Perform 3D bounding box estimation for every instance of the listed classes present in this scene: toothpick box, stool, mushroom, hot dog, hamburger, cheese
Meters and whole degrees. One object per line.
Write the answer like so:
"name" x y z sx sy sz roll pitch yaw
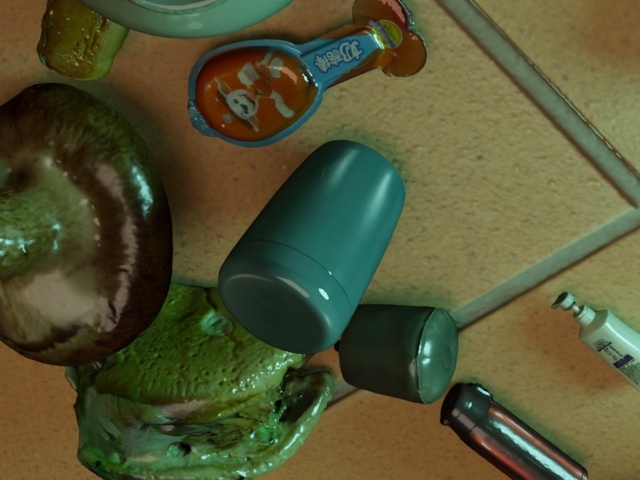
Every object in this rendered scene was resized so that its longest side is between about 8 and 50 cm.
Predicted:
"toothpick box" 0.000 0.000 1.219 0.120 0.184 0.120 22 144 17
"stool" 0.075 0.108 1.340 0.110 0.096 0.096 7 128 24
"mushroom" -0.266 0.009 1.305 0.267 0.254 0.267 18 142 15
"hot dog" -0.178 -0.261 1.170 0.083 0.068 0.289 13 129 -19
"hamburger" -0.139 0.161 1.411 0.288 0.192 0.168 8 138 16
"cheese" -0.021 -0.148 1.213 0.256 0.037 0.106 -19 119 33

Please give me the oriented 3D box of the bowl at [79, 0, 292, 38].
"bowl" -0.104 -0.262 1.032 0.289 0.146 0.289 -1 129 -2

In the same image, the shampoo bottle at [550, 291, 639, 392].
"shampoo bottle" 0.279 0.095 1.287 0.141 0.034 0.049 38 137 -9

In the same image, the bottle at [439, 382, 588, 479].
"bottle" 0.194 0.207 1.394 0.164 0.060 0.060 37 130 -9
